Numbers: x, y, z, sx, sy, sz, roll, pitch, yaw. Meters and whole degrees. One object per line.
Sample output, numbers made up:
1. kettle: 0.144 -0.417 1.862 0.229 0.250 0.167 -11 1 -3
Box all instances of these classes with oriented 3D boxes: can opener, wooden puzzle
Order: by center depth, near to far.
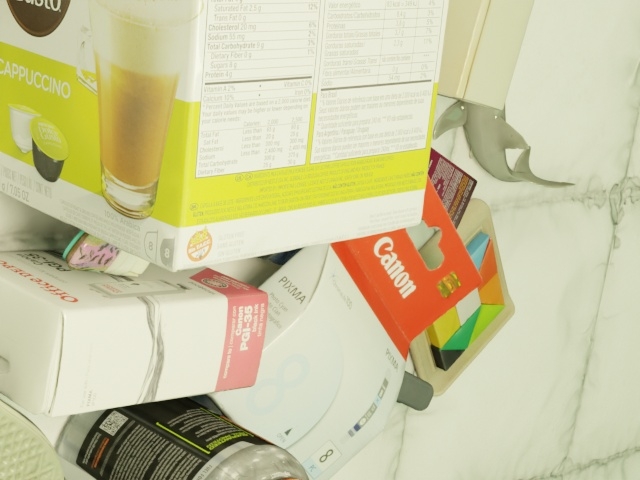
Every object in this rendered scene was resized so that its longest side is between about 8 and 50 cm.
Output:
1. can opener: 0.074 0.168 1.975 0.280 0.074 0.093 38 77 -48
2. wooden puzzle: 0.209 0.090 2.111 0.221 0.044 0.239 -44 133 -25

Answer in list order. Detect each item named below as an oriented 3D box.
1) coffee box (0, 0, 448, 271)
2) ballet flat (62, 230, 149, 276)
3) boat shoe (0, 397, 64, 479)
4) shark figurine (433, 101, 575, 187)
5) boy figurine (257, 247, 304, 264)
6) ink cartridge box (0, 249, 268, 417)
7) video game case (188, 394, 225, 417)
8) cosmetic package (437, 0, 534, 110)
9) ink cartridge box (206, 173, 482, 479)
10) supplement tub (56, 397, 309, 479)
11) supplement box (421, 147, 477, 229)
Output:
1. coffee box: -0.107 -0.193 1.433 0.338 0.337 0.334 -11 113 -43
2. ballet flat: -0.213 -0.001 1.509 0.079 0.221 0.077 42 101 -7
3. boat shoe: -0.391 0.211 1.381 0.187 0.156 0.500 -53 148 -25
4. shark figurine: 0.272 -0.140 2.037 0.166 0.116 0.278 -48 133 -21
5. boy figurine: 0.000 0.000 1.804 0.285 0.092 0.177 21 100 -55
6. ink cartridge box: -0.229 0.090 1.514 0.283 0.207 0.117 -2 108 -47
7. video game case: -0.095 0.217 1.852 0.196 0.026 0.274 -34 127 -33
8. cosmetic package: 0.193 -0.340 1.833 0.113 0.160 0.309 7 99 -48
9. ink cartridge box: 0.047 0.120 1.783 0.385 0.091 0.308 -40 140 -6
10. supplement tub: -0.143 0.294 1.609 0.193 0.316 0.194 -20 119 -40
11. supplement box: 0.120 -0.084 1.877 0.188 0.104 0.081 27 86 -59
